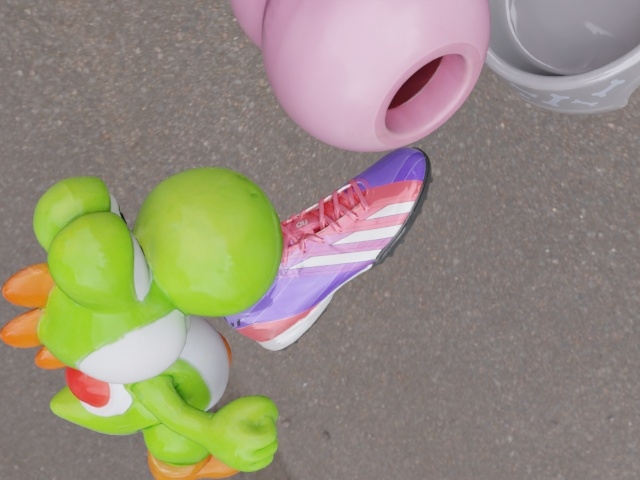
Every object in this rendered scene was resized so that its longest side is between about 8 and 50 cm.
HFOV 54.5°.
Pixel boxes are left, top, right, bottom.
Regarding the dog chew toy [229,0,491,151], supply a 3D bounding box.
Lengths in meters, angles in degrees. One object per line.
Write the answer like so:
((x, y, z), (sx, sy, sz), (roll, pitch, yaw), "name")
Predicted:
((0.006, -0.242, 0.592), (0.206, 0.206, 0.332), (-46, 63, 23), "dog chew toy")

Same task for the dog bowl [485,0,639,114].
((0.334, -0.340, 0.790), (0.348, 0.102, 0.349), (2, 94, 42), "dog bowl")

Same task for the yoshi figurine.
((-0.103, 0.072, 0.519), (0.203, 0.203, 0.362), (20, 148, 13), "yoshi figurine")

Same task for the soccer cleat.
((0.000, 0.000, 0.747), (0.116, 0.109, 0.318), (34, 107, -32), "soccer cleat")
